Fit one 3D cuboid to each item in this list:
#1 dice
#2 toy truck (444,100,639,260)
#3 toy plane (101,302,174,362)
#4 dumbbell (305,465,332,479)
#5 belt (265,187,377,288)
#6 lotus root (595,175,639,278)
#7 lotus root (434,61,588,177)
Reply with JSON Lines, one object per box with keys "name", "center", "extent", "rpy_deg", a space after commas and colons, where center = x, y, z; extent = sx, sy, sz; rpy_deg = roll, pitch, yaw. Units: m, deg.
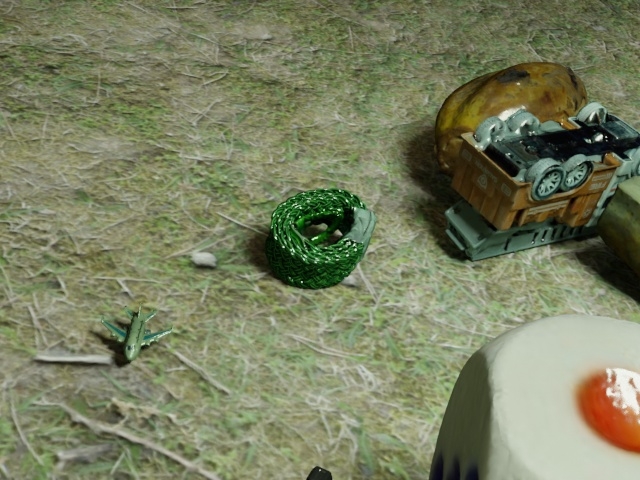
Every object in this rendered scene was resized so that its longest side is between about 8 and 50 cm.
{"name": "dice", "center": [0.224, 0.235, 0.890], "extent": [0.243, 0.251, 0.259], "rpy_deg": [11, 34, -4]}
{"name": "toy truck", "center": [0.334, -0.077, 1.437], "extent": [0.338, 0.184, 0.133], "rpy_deg": [-11, 43, -34]}
{"name": "toy plane", "center": [-0.205, 0.105, 1.140], "extent": [0.080, 0.033, 0.083], "rpy_deg": [9, 41, -5]}
{"name": "dumbbell", "center": [0.024, 0.251, 0.994], "extent": [0.083, 0.040, 0.036], "rpy_deg": [21, 5, 14]}
{"name": "belt", "center": [0.000, 0.000, 1.322], "extent": [0.121, 0.079, 0.151], "rpy_deg": [41, 54, 21]}
{"name": "lotus root", "center": [0.546, 0.013, 1.387], "extent": [0.267, 0.149, 0.260], "rpy_deg": [-22, 55, -36]}
{"name": "lotus root", "center": [0.289, -0.173, 1.545], "extent": [0.291, 0.193, 0.193], "rpy_deg": [-21, 46, -38]}
